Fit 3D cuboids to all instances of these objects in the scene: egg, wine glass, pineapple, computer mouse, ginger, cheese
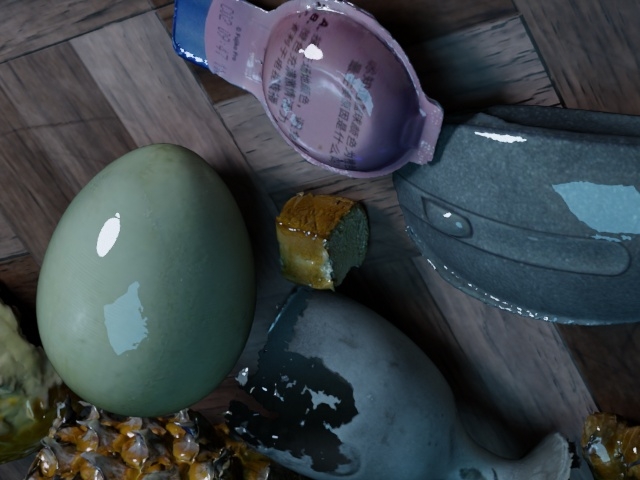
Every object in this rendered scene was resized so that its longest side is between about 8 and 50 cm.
[{"bbox_3d":[-0.170,0.037,1.472,0.218,0.218,0.295,16,120,11],"label":"egg"},{"bbox_3d":[0.076,0.191,1.515,0.357,0.190,0.190,30,134,-9],"label":"wine glass"},{"bbox_3d":[-0.162,0.338,1.650,0.300,0.352,0.352,-1,128,17],"label":"pineapple"},{"bbox_3d":[0.226,-0.023,1.308,0.374,0.114,0.203,2,130,24],"label":"computer mouse"},{"bbox_3d":[0.332,0.239,1.516,0.103,0.073,0.162,9,139,35],"label":"ginger"},{"bbox_3d":[-0.017,-0.151,1.338,0.286,0.074,0.189,27,133,20],"label":"cheese"}]

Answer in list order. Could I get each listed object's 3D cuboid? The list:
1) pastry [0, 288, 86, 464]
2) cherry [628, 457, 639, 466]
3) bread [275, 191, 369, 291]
[{"bbox_3d":[-0.419,0.181,1.739,0.237,0.170,0.256,48,136,-14],"label":"pastry"},{"bbox_3d":[0.404,0.148,1.289,0.285,0.236,0.212,-26,117,10],"label":"cherry"},{"bbox_3d":[0.000,-0.002,1.460,0.070,0.076,0.083,18,134,26],"label":"bread"}]
